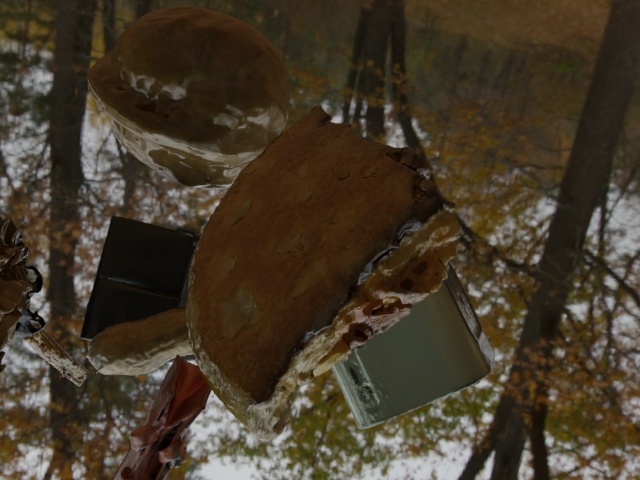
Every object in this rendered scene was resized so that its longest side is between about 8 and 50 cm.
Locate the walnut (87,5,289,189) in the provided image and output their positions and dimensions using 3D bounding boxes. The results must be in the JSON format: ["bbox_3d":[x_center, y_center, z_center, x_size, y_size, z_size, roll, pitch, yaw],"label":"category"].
[{"bbox_3d":[-0.245,-0.290,1.491,0.383,0.383,0.383,10,-162,-3],"label":"walnut"}]

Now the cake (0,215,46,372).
[{"bbox_3d":[-0.576,0.111,1.178,0.332,0.332,0.321,23,-147,33],"label":"cake"}]

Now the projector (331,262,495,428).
[{"bbox_3d":[0.140,0.155,1.315,0.248,0.249,0.248,-27,176,16],"label":"projector"}]

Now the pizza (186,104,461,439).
[{"bbox_3d":[0.000,0.000,0.722,0.278,0.114,0.409,-15,-137,16],"label":"pizza"}]

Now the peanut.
[{"bbox_3d":[-0.262,0.157,1.181,0.214,0.099,0.099,-22,-151,-16],"label":"peanut"}]

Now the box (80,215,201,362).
[{"bbox_3d":[-0.297,0.110,1.548,0.204,0.251,0.345,11,175,19],"label":"box"}]

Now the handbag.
[{"bbox_3d":[-0.178,0.230,0.751,0.059,0.212,0.157,28,-177,-6],"label":"handbag"}]

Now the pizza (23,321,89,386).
[{"bbox_3d":[-0.680,0.301,1.916,0.134,0.271,0.056,28,-116,29],"label":"pizza"}]
